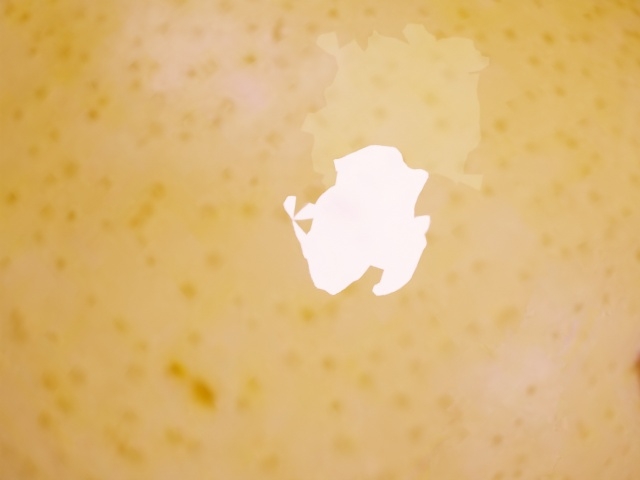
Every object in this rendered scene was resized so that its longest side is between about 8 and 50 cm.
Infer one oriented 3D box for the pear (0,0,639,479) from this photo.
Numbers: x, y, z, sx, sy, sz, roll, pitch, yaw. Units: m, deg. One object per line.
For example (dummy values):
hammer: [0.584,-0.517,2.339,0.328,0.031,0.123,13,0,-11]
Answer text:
pear: [0.000,0.000,0.612,0.348,0.348,0.348,11,51,-13]
